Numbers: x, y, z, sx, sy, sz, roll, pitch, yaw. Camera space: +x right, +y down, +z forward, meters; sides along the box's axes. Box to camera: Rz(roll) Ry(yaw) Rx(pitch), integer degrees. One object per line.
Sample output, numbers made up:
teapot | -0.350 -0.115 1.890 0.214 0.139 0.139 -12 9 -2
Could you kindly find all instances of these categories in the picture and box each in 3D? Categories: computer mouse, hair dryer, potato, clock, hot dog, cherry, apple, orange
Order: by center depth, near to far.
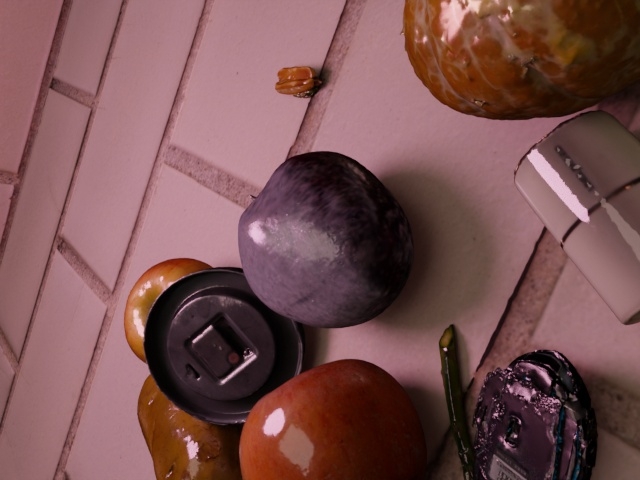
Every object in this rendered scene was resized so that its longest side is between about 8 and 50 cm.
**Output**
hair dryer | 0.395 -0.096 0.497 0.362 0.128 0.203 -39 57 22
orange | 0.241 -0.270 0.540 0.329 0.249 0.329 -49 12 14
computer mouse | 0.247 0.238 0.587 0.146 0.078 0.241 29 108 62
apple | 0.020 0.290 0.697 0.254 0.254 0.253 -9 77 42
cherry | 0.000 0.000 0.767 0.296 0.218 0.255 38 101 35
clock | -0.163 0.180 0.893 0.281 0.055 0.280 1 99 7
hot dog | -0.042 -0.301 0.986 0.133 0.041 0.056 19 96 51
potato | -0.258 0.378 0.999 0.176 0.195 0.369 -34 39 -17
apple | -0.274 0.144 1.034 0.235 0.173 0.210 -22 73 27

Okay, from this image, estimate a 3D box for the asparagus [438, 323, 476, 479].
asparagus | 0.185 0.229 0.685 0.034 0.027 0.236 -28 64 49
